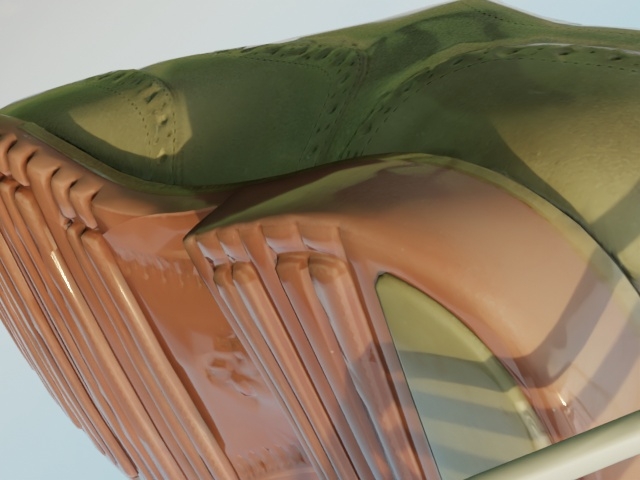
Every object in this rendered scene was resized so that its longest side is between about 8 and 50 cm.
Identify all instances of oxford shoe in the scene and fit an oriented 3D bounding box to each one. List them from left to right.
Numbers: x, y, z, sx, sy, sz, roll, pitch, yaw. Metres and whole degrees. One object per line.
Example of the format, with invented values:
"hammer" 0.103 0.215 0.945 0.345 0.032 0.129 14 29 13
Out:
"oxford shoe" 0.000 0.000 0.586 0.146 0.140 0.397 -36 -155 -24

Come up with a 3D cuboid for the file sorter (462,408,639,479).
"file sorter" 0.123 0.163 0.310 0.193 0.173 0.277 -24 -138 21
